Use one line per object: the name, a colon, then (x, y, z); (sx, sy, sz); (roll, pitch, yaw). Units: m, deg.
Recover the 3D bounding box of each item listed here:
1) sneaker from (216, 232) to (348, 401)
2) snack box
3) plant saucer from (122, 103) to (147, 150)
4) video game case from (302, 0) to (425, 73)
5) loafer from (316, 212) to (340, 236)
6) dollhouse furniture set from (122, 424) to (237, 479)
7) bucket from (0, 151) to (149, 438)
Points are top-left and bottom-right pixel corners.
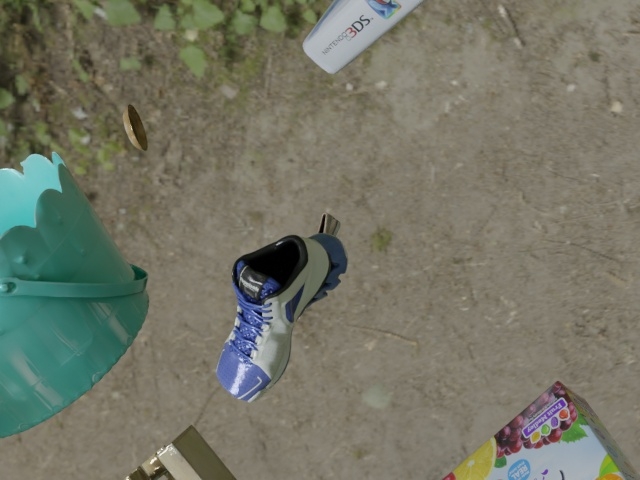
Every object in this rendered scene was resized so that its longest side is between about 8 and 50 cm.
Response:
sneaker: (-0.100, 0.107, 1.489); (0.127, 0.182, 0.315); (36, 98, 30)
snack box: (0.128, 0.171, 0.559); (0.141, 0.037, 0.100); (-46, 36, 15)
plant saucer: (-0.314, -0.188, 1.509); (0.015, 0.083, 0.083); (-18, 81, 5)
video game case: (0.141, -0.277, 0.559); (0.036, 0.329, 0.300); (39, 151, -14)
loafer: (0.000, 0.000, 1.725); (0.045, 0.125, 0.039); (-22, 123, 43)
dollhouse furniture set: (-0.295, 0.495, 1.703); (0.242, 0.212, 0.161); (-40, 88, 17)
bucket: (-0.327, 0.057, 0.938); (0.281, 0.281, 0.183); (-9, 125, 38)
